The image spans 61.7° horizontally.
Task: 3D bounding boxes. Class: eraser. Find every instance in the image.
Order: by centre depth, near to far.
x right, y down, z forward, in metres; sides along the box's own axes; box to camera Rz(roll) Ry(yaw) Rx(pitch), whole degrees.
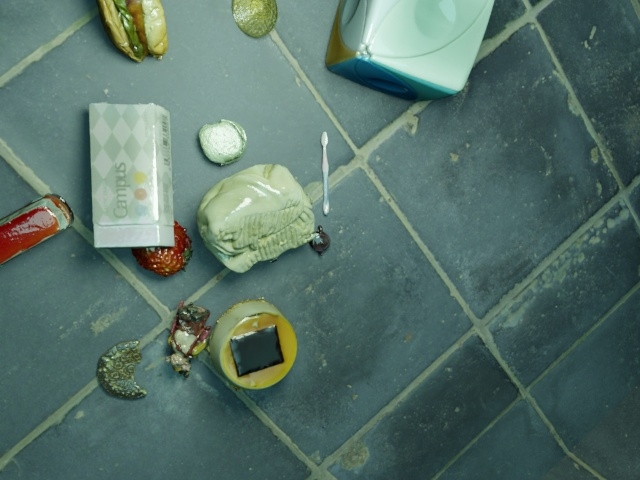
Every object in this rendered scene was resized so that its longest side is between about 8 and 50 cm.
[{"bbox_3d":[-0.518,-0.177,1.487,0.213,0.082,0.396,-3,86,-16],"label":"eraser"}]

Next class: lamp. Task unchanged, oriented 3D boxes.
[{"bbox_3d":[-0.418,0.320,1.657,0.118,0.118,0.253,16,102,-20],"label":"lamp"}]

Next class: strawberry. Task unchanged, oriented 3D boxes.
[{"bbox_3d":[-0.484,0.009,1.576,0.236,0.107,0.175,27,91,-20],"label":"strawberry"}]

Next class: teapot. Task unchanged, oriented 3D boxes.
[{"bbox_3d":[0.000,0.000,1.761,0.068,0.045,0.100,-4,103,-19],"label":"teapot"}]

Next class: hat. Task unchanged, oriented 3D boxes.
[{"bbox_3d":[-0.178,-0.674,1.563,0.146,0.067,0.146,10,120,18],"label":"hat"}]

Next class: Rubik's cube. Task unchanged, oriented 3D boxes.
[{"bbox_3d":[0.246,-0.619,1.552,0.352,0.352,0.347,15,97,-17],"label":"Rubik's cube"}]

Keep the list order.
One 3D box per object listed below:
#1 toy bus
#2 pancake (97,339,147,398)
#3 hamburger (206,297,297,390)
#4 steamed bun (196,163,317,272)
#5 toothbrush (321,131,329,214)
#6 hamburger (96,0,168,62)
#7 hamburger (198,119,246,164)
[{"bbox_3d":[-0.812,-0.024,1.456,0.265,0.120,0.121,-30,110,-9],"label":"toy bus"},{"bbox_3d":[-0.597,0.400,1.667,0.184,0.020,0.190,31,91,-20],"label":"pancake"},{"bbox_3d":[-0.213,0.332,1.691,0.276,0.179,0.294,-17,101,-23],"label":"hamburger"},{"bbox_3d":[-0.200,-0.089,1.580,0.394,0.237,0.346,10,130,-51],"label":"steamed bun"},{"bbox_3d":[0.016,-0.215,1.732,0.021,0.027,0.269,3,102,18],"label":"toothbrush"},{"bbox_3d":[-0.502,-0.643,1.385,0.162,0.209,0.329,-13,103,-15],"label":"hamburger"},{"bbox_3d":[-0.288,-0.293,1.601,0.140,0.062,0.133,-11,103,-13],"label":"hamburger"}]
